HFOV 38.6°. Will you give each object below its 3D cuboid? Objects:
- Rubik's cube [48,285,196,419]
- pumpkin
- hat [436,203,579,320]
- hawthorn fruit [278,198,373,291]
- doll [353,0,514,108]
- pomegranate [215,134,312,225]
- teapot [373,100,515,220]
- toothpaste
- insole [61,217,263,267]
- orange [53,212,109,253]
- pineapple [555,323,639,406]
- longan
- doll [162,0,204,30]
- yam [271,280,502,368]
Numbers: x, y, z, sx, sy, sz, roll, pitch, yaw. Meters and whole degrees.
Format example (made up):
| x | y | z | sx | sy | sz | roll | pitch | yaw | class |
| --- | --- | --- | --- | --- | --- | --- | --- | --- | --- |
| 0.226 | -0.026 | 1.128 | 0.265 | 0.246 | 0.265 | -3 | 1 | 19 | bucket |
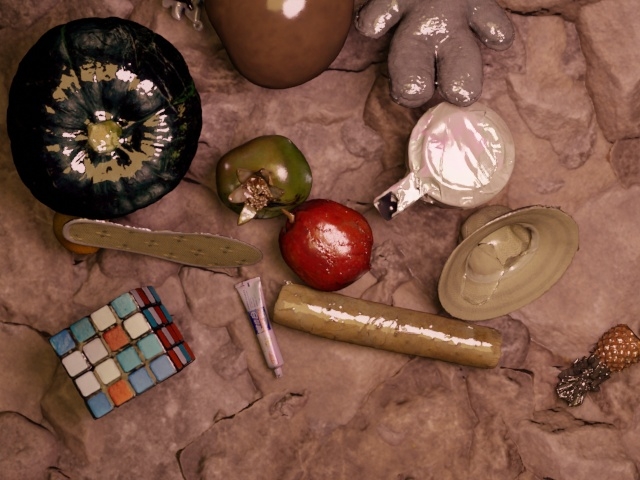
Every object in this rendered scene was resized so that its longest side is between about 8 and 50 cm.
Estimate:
| x | y | z | sx | sy | sz | roll | pitch | yaw | class |
| --- | --- | --- | --- | --- | --- | --- | --- | --- | --- |
| -0.313 | 0.175 | 1.461 | 0.154 | 0.155 | 0.151 | -32 | 90 | 1 | Rubik's cube |
| -0.335 | -0.193 | 1.421 | 0.315 | 0.238 | 0.315 | -1 | 109 | -4 | pumpkin |
| 0.278 | 0.004 | 1.454 | 0.252 | 0.252 | 0.110 | -28 | 49 | 2 | hat |
| 0.000 | 0.000 | 1.445 | 0.172 | 0.148 | 0.148 | 30 | 92 | -26 | hawthorn fruit |
| 0.174 | -0.344 | 1.424 | 0.245 | 0.158 | 0.341 | -3 | 73 | 3 | doll |
| -0.090 | -0.091 | 1.433 | 0.152 | 0.191 | 0.131 | -23 | 105 | 4 | pomegranate |
| 0.195 | -0.100 | 1.433 | 0.163 | 0.178 | 0.222 | 29 | 86 | 1 | teapot |
| -0.095 | 0.146 | 1.518 | 0.045 | 0.028 | 0.170 | -19 | 89 | 9 | toothpaste |
| -0.248 | 0.007 | 1.462 | 0.322 | 0.109 | 0.007 | 9 | 56 | -18 | insole |
| -0.394 | -0.022 | 1.497 | 0.095 | 0.085 | 0.085 | 32 | 92 | 8 | orange |
| 0.451 | 0.205 | 1.485 | 0.159 | 0.074 | 0.074 | -43 | 90 | 10 | pineapple |
| -0.065 | -0.360 | 1.416 | 0.248 | 0.248 | 0.248 | 0 | 91 | 2 | longan |
| -0.224 | -0.434 | 1.491 | 0.095 | 0.070 | 0.195 | -17 | 83 | 17 | doll |
| 0.108 | 0.142 | 1.487 | 0.371 | 0.083 | 0.083 | 14 | 92 | 0 | yam |
